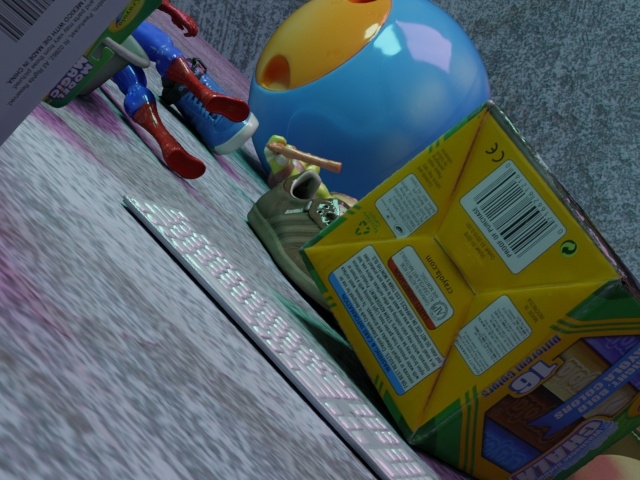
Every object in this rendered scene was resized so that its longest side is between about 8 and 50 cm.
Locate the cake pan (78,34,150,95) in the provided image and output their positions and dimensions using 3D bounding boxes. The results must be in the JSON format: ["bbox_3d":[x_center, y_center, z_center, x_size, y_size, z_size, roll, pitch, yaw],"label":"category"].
[{"bbox_3d":[-0.250,-0.211,1.079,0.293,0.054,0.293,43,5,-4],"label":"cake pan"}]

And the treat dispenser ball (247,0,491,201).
[{"bbox_3d":[0.058,-0.157,1.739,0.288,0.288,0.288,43,5,-4],"label":"treat dispenser ball"}]

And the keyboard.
[{"bbox_3d":[-0.018,0.063,0.840,0.256,0.014,0.072,45,5,21],"label":"keyboard"}]

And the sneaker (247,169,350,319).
[{"bbox_3d":[0.000,0.000,1.192,0.066,0.071,0.188,40,6,-40],"label":"sneaker"}]

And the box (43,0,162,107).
[{"bbox_3d":[-0.184,-0.161,0.879,0.179,0.105,0.043,40,7,-45],"label":"box"}]

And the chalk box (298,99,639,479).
[{"bbox_3d":[0.149,0.065,1.089,0.289,0.179,0.180,39,16,-55],"label":"chalk box"}]

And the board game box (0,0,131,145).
[{"bbox_3d":[-0.185,-0.164,0.664,0.142,0.144,0.275,40,5,-30],"label":"board game box"}]

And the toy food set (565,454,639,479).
[{"bbox_3d":[0.242,0.223,1.170,0.192,0.039,0.132,32,36,18],"label":"toy food set"}]

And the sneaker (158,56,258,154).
[{"bbox_3d":[-0.120,-0.142,1.504,0.084,0.058,0.152,47,-2,-27],"label":"sneaker"}]

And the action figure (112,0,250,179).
[{"bbox_3d":[-0.143,-0.152,1.254,0.280,0.091,0.139,48,13,34],"label":"action figure"}]

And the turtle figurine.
[{"bbox_3d":[0.028,-0.014,1.469,0.269,0.087,0.217,33,0,-18],"label":"turtle figurine"}]

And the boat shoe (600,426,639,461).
[{"bbox_3d":[0.300,0.245,1.262,0.120,0.122,0.324,30,13,-47],"label":"boat shoe"}]
